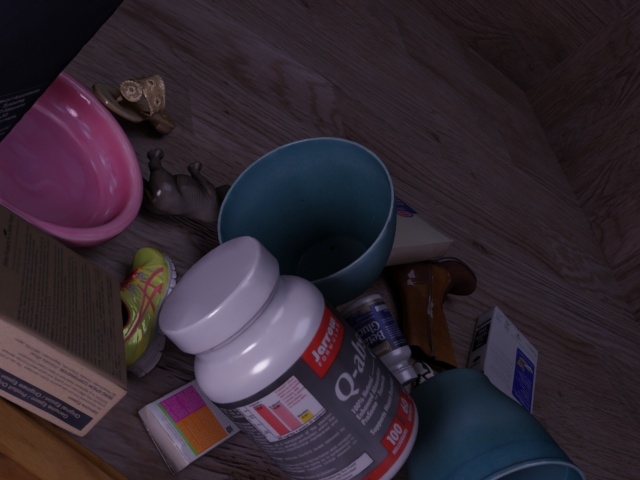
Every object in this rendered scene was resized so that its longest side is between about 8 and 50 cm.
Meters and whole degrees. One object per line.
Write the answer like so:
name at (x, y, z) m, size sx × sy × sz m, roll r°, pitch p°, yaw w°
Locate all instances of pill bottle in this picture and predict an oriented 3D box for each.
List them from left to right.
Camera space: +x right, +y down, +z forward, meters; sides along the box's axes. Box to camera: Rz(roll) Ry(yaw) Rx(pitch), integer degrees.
pill bottle at (-0.041, 0.181, 1.157) m, size 0.363 × 0.210 × 0.210 m, roll 50°, pitch 27°, yaw -25°
pill bottle at (0.107, 0.191, 1.532) m, size 0.094 × 0.094 × 0.169 m, roll -2°, pitch 59°, yaw -56°

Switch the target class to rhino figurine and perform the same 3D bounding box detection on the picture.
rhino figurine at (-0.212, -0.076, 1.400) m, size 0.243 × 0.073 × 0.106 m, roll 13°, pitch 43°, yaw -50°

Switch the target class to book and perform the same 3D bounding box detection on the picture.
book at (-0.172, 0.243, 1.140) m, size 0.096 × 0.035 × 0.144 m, roll 55°, pitch 28°, yaw 9°

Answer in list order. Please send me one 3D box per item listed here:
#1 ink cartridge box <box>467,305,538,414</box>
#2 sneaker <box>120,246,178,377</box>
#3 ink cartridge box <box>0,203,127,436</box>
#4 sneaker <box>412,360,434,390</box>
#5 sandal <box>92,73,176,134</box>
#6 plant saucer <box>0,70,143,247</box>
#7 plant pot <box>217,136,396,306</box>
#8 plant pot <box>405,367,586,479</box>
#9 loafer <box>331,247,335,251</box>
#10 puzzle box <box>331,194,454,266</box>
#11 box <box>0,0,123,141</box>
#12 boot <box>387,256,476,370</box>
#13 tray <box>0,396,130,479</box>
ink cartridge box at (0.409, 0.295, 1.881) m, size 0.165 × 0.065 × 0.332 m, roll 48°, pitch 28°, yaw -7°
sneaker at (-0.258, 0.081, 1.150) m, size 0.094 × 0.081 × 0.208 m, roll 30°, pitch 36°, yaw -30°
ink cartridge box at (-0.326, 0.086, 0.964) m, size 0.193 × 0.088 × 0.234 m, roll 38°, pitch 14°, yaw -30°
sneaker at (0.197, 0.279, 1.619) m, size 0.044 × 0.040 × 0.109 m, roll 23°, pitch 40°, yaw -38°
sandal at (-0.289, -0.242, 1.391) m, size 0.088 × 0.079 × 0.240 m, roll 47°, pitch 7°, yaw 13°
plant saucer at (-0.404, -0.120, 1.163) m, size 0.332 × 0.084 × 0.332 m, roll 36°, pitch 32°, yaw -27°
plant pot at (0.000, 0.000, 1.398) m, size 0.195 × 0.290 × 0.290 m, roll 63°, pitch 11°, yaw -52°
plant pot at (0.259, 0.363, 1.409) m, size 0.272 × 0.271 × 0.255 m, roll 27°, pitch 23°, yaw -37°
loafer at (0.013, 0.045, 1.568) m, size 0.094 × 0.087 × 0.251 m, roll 35°, pitch 33°, yaw -28°
puzzle box at (0.090, -0.052, 1.713) m, size 0.272 × 0.052 × 0.409 m, roll 40°, pitch 20°, yaw 23°
box at (-0.513, -0.267, 0.770) m, size 0.480 × 0.472 × 0.297 m, roll 52°, pitch 29°, yaw -2°
boot at (0.265, 0.151, 1.804) m, size 0.264 × 0.096 × 0.280 m, roll 28°, pitch 37°, yaw -37°
tray at (-0.281, 0.311, 0.864) m, size 0.411 × 0.076 × 0.203 m, roll 41°, pitch 30°, yaw -16°
